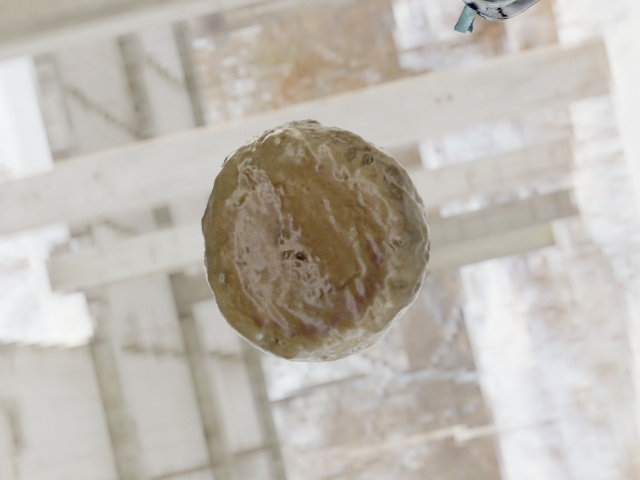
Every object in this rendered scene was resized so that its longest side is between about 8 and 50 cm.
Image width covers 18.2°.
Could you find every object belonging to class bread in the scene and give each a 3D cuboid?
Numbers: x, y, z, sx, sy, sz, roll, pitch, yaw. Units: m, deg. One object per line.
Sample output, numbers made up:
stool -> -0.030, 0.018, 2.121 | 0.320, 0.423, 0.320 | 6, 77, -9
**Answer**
bread -> 0.000, 0.000, 1.889 | 0.123, 0.230, 0.230 | -14, -89, -73

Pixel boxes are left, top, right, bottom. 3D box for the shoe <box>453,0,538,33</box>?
shoe -> 0.187, -0.261, 1.700 | 0.091, 0.207, 0.106 | 45, 165, 12
